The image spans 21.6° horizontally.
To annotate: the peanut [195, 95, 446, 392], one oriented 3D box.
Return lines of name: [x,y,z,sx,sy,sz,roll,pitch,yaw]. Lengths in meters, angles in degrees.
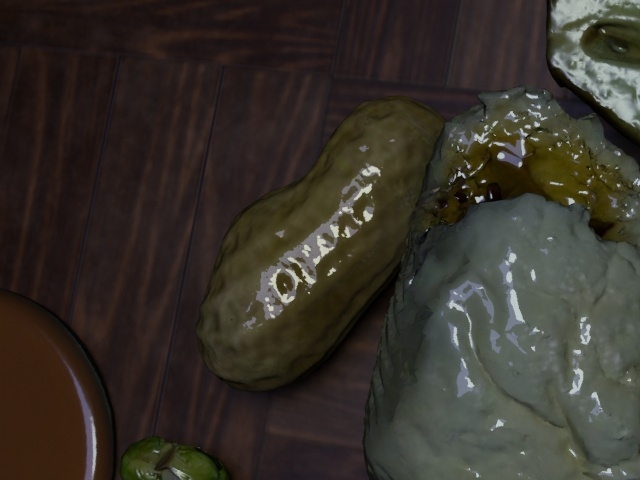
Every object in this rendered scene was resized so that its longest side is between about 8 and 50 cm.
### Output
peanut: [0.000,0.000,1.094,0.108,0.095,0.226,42,95,20]

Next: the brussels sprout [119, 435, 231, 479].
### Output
brussels sprout: [-0.101,0.158,1.128,0.083,0.046,0.051,15,127,23]

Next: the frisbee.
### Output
frisbee: [-0.261,0.156,1.204,0.251,0.021,0.251,-4,80,21]

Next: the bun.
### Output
bun: [0.134,0.072,0.956,0.205,0.281,0.281,16,86,3]

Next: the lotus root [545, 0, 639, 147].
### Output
lotus root: [0.267,-0.144,0.996,0.260,0.149,0.267,-9,83,16]
